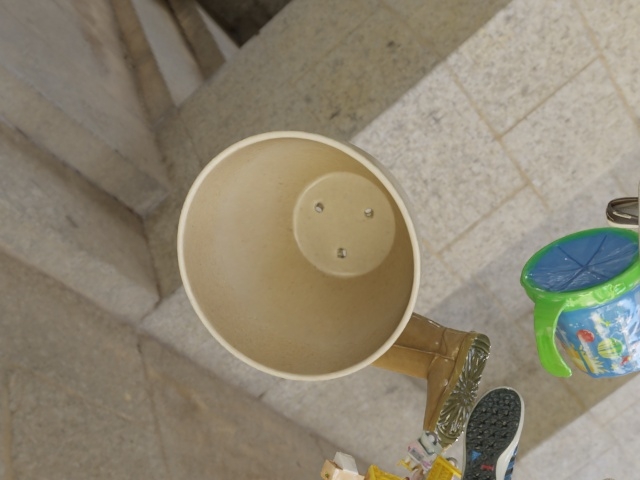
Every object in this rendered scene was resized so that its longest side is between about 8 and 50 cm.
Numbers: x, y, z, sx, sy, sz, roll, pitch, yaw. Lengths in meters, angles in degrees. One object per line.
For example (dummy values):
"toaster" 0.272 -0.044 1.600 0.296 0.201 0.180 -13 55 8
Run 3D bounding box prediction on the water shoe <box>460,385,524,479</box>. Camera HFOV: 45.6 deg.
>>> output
"water shoe" 0.229 0.299 1.039 0.073 0.203 0.080 11 -25 24

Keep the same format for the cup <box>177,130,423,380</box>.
"cup" 0.000 0.000 1.078 0.331 0.331 0.237 50 23 2

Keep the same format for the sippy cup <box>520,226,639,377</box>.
"sippy cup" 0.525 0.127 1.437 0.240 0.306 0.224 -107 171 -70

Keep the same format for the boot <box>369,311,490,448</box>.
"boot" 0.175 0.252 1.459 0.270 0.236 0.089 10 -22 48

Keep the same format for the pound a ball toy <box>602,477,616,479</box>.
"pound a ball toy" 0.479 0.575 1.345 0.208 0.319 0.136 44 22 11

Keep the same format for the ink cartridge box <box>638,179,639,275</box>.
"ink cartridge box" 0.524 0.011 0.953 0.066 0.233 0.188 1 89 -59

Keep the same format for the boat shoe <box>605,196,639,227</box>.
"boat shoe" 0.473 -0.043 1.086 0.038 0.125 0.046 62 38 -53

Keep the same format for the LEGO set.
"LEGO set" 0.106 0.372 1.113 0.287 0.107 0.132 4 36 -51
